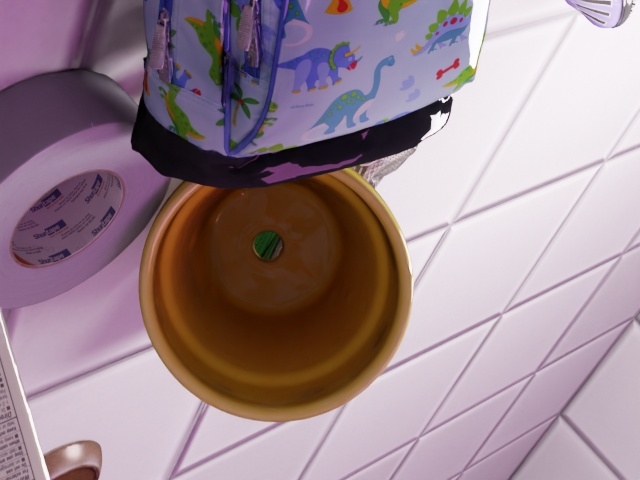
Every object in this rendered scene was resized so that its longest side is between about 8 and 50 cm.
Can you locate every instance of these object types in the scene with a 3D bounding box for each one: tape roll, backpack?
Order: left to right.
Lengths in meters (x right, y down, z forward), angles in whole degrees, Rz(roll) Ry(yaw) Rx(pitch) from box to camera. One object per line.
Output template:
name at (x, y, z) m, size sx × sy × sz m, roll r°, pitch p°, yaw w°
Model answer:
tape roll at (-0.236, -0.041, 1.141) m, size 0.219 × 0.072 × 0.219 m, roll -34°, pitch 155°, yaw -18°
backpack at (0.004, -0.221, 0.991) m, size 0.290 × 0.273 × 0.356 m, roll -16°, pitch 121°, yaw -27°

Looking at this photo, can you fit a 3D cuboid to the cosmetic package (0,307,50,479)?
cosmetic package at (-0.321, 0.139, 1.026) m, size 0.153 × 0.296 × 0.129 m, roll -19°, pitch -172°, yaw -42°

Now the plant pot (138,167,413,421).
plant pot at (-0.047, 0.025, 1.311) m, size 0.254 × 0.254 × 0.239 m, roll -44°, pitch -170°, yaw 4°

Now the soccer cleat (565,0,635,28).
soccer cleat at (0.277, -0.314, 1.465) m, size 0.116 × 0.109 × 0.318 m, roll -23°, pitch 161°, yaw 8°

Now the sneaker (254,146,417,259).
sneaker at (0.000, 0.000, 1.497) m, size 0.343 × 0.146 × 0.134 m, roll -50°, pitch 156°, yaw 18°

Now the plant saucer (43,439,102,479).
plant saucer at (-0.341, 0.318, 1.669) m, size 0.168 × 0.029 × 0.168 m, roll -34°, pitch 155°, yaw -18°
